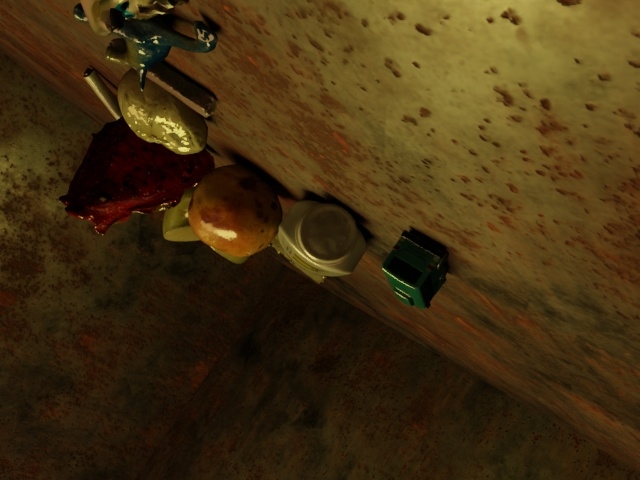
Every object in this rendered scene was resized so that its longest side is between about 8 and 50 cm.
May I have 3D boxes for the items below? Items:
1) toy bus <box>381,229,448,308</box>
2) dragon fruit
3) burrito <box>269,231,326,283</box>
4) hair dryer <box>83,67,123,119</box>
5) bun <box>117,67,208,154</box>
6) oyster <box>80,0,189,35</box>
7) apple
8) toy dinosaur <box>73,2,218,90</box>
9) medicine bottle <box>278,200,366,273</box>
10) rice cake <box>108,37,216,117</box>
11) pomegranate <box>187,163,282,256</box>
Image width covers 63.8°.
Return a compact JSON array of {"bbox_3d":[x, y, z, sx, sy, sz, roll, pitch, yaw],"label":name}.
[{"bbox_3d":[0.159,0.056,0.864,0.079,0.091,0.160,33,172,23],"label":"toy bus"},{"bbox_3d":[-0.467,-0.138,1.267,0.286,0.329,0.228,0,148,42],"label":"dragon fruit"},{"bbox_3d":[-0.055,0.052,1.719,0.348,0.107,0.175,31,-173,37],"label":"burrito"},{"bbox_3d":[-0.556,-0.349,1.368,0.073,0.131,0.236,40,163,38],"label":"hair dryer"},{"bbox_3d":[-0.295,-0.232,0.960,0.164,0.111,0.188,27,166,27],"label":"bun"},{"bbox_3d":[-0.207,-0.272,0.458,0.198,0.092,0.260,36,163,-10],"label":"oyster"},{"bbox_3d":[-0.327,-0.072,1.623,0.295,0.233,0.258,19,-175,28],"label":"apple"},{"bbox_3d":[-0.207,-0.246,0.685,0.188,0.075,0.247,27,166,1],"label":"toy dinosaur"},{"bbox_3d":[0.000,0.000,1.095,0.179,0.124,0.324,35,171,-2],"label":"medicine bottle"},{"bbox_3d":[-0.261,-0.271,0.849,0.207,0.036,0.047,34,162,6],"label":"rice cake"},{"bbox_3d":[-0.201,-0.061,1.198,0.215,0.215,0.215,34,172,5],"label":"pomegranate"}]
